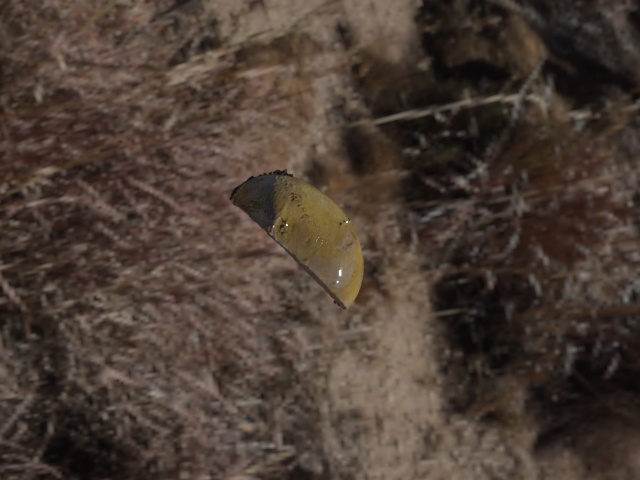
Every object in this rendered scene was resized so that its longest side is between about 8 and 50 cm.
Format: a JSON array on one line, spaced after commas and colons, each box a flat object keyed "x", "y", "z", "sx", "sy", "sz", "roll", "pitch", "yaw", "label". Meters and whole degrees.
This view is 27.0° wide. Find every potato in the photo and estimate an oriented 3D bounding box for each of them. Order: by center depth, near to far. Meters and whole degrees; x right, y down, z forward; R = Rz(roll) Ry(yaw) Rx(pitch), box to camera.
[{"x": 0.001, "y": 0.000, "z": 0.656, "sx": 0.037, "sy": 0.036, "sz": 0.093, "roll": -46, "pitch": 124, "yaw": -2, "label": "potato"}]
